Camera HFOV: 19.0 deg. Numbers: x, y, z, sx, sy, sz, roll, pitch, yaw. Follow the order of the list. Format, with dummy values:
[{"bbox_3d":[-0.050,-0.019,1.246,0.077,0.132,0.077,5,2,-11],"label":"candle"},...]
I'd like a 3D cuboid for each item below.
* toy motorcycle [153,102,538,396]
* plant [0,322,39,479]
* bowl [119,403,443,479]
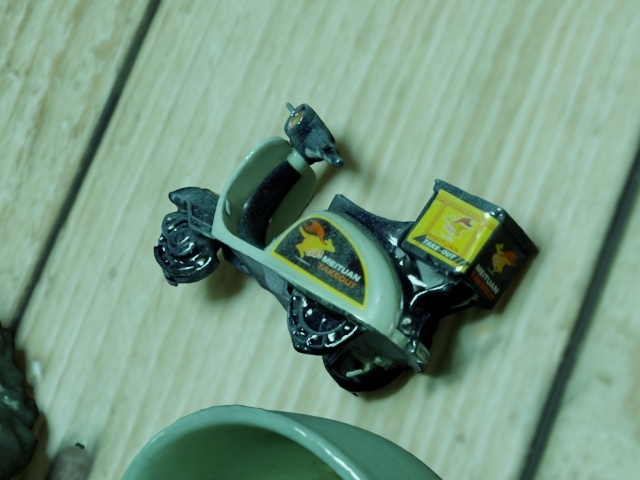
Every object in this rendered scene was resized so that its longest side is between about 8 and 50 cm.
[{"bbox_3d":[0.000,0.000,1.280,0.263,0.091,0.157,29,79,39],"label":"toy motorcycle"},{"bbox_3d":[-0.378,0.153,1.397,0.312,0.213,0.215,-32,56,18],"label":"plant"},{"bbox_3d":[0.013,0.227,1.096,0.289,0.146,0.289,7,99,45],"label":"bowl"}]
